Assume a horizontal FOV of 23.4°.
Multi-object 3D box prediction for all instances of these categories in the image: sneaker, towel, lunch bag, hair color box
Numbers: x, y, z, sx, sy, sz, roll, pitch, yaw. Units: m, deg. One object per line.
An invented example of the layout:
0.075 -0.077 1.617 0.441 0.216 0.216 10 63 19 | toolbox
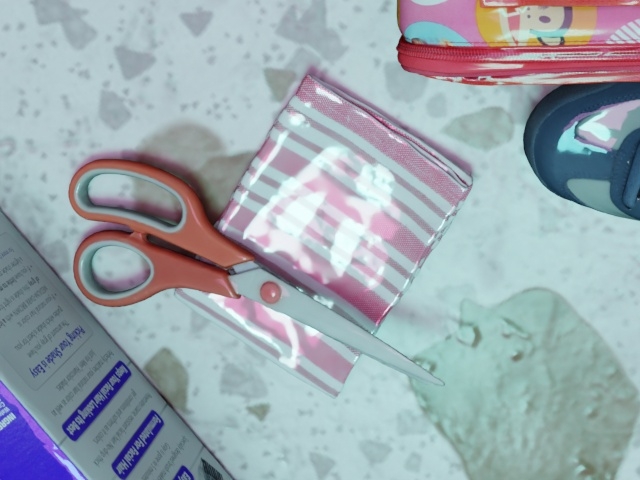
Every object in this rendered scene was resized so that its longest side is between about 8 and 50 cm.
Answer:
0.287 -0.033 0.987 0.319 0.131 0.112 7 123 7 | sneaker
0.000 0.000 1.094 0.144 0.029 0.197 32 105 0 | towel
0.190 -0.157 0.916 0.293 0.258 0.120 0 102 8 | lunch bag
-0.199 0.125 1.068 0.110 0.185 0.339 -40 94 14 | hair color box

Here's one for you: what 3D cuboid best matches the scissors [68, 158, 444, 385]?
-0.047 0.019 1.076 0.297 0.021 0.109 14 100 18 | scissors
